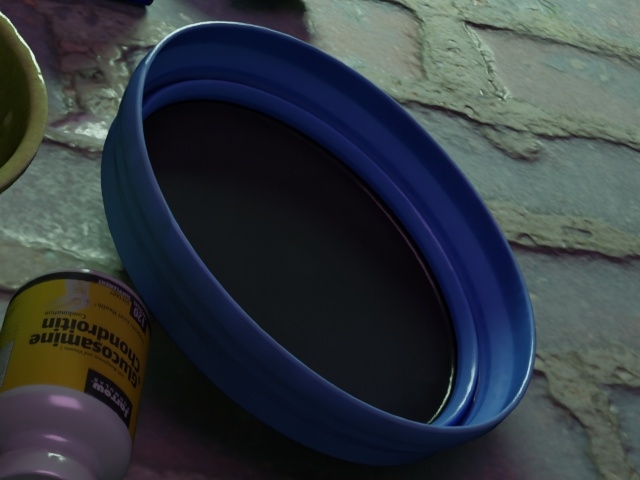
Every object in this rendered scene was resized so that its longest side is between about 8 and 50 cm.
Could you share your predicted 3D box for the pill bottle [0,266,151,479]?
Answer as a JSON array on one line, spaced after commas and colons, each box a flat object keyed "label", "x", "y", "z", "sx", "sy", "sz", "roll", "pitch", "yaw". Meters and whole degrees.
[{"label": "pill bottle", "x": -0.171, "y": 0.110, "z": 1.035, "sx": 0.103, "sy": 0.103, "sz": 0.184, "roll": 18, "pitch": 37, "yaw": -12}]

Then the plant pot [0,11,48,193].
[{"label": "plant pot", "x": -0.332, "y": -0.016, "z": 0.961, "sx": 0.276, "sy": 0.254, "sz": 0.276, "roll": 17, "pitch": 37, "yaw": -13}]

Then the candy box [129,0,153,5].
[{"label": "candy box", "x": -0.308, "y": -0.379, "z": 1.536, "sx": 0.317, "sy": 0.122, "sz": 0.268, "roll": 12, "pitch": 40, "yaw": -22}]

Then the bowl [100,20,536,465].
[{"label": "bowl", "x": 0.000, "y": 0.000, "z": 1.226, "sx": 0.391, "sy": 0.077, "sz": 0.391, "roll": 30, "pitch": 36, "yaw": -24}]
